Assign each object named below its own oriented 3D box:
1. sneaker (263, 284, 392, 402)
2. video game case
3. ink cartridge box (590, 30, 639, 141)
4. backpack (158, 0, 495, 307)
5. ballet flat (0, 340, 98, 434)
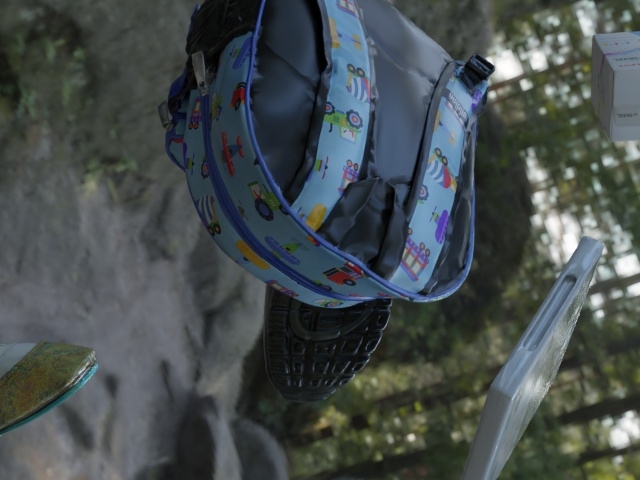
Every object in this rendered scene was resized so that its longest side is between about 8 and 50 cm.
[{"bbox_3d":[0.000,0.000,1.170,0.130,0.109,0.286,-178,-83,-72],"label":"sneaker"},{"bbox_3d":[0.162,0.112,1.050,0.173,0.022,0.190,-51,159,-36],"label":"video game case"},{"bbox_3d":[0.373,-0.178,1.535,0.143,0.092,0.090,-91,177,-63],"label":"ink cartridge box"},{"bbox_3d":[0.001,-0.040,0.636,0.158,0.117,0.173,34,42,-29],"label":"backpack"},{"bbox_3d":[-0.396,0.185,1.590,0.123,0.348,0.123,20,54,-31],"label":"ballet flat"}]
